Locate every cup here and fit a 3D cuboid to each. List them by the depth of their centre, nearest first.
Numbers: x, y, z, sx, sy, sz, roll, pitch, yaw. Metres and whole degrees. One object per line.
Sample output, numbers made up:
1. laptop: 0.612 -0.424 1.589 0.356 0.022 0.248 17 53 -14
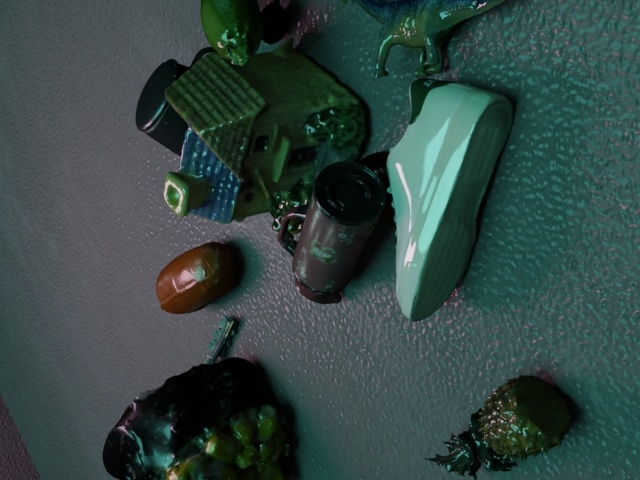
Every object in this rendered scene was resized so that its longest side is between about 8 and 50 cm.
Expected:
1. cup: -0.236 -0.266 1.481 0.223 0.176 0.169 -63 30 5

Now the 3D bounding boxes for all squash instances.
1. squash: -0.149 -0.385 1.300 0.379 0.101 0.101 -104 28 -50

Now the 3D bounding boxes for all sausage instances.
1. sausage: -0.271 0.084 1.675 0.258 0.133 0.133 -30 79 49

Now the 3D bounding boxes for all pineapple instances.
1. pineapple: 0.260 0.291 1.156 0.125 0.125 0.251 58 142 19

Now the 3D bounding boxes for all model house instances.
1. model house: -0.113 -0.144 1.320 0.261 0.266 0.321 46 132 35

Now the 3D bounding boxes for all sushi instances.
1. sushi: -0.243 0.449 1.614 0.285 0.328 0.328 52 131 32

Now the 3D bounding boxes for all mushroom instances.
1. mushroom: 0.097 -0.084 1.261 0.123 0.052 0.123 21 121 41

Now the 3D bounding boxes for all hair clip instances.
1. hair clip: -0.222 0.220 1.726 0.049 0.049 0.173 49 128 27

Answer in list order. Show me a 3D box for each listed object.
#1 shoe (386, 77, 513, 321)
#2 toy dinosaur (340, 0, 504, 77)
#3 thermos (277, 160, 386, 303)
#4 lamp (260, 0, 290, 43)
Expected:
1. shoe: 0.148 -0.063 1.151 0.160 0.132 0.363 34 121 37
2. toy dinosaur: 0.146 -0.306 1.115 0.363 0.076 0.147 12 104 51
3. thermos: 0.003 0.007 1.289 0.330 0.136 0.109 109 163 -59
4. lamp: -0.021 -0.453 1.235 0.108 0.130 0.371 42 129 21
